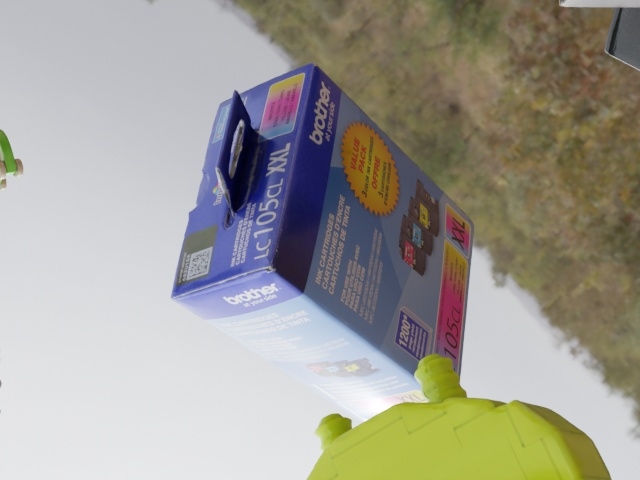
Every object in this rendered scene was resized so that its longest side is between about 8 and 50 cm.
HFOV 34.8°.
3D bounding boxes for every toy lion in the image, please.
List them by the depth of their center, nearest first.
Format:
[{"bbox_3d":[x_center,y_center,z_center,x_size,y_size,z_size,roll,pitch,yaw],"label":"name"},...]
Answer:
[{"bbox_3d":[-0.424,-0.115,1.311,0.034,0.100,0.096,-14,-95,-39],"label":"toy lion"}]

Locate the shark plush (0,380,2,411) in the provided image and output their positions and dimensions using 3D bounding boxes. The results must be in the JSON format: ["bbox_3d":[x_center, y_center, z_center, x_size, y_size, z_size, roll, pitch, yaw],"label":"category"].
[{"bbox_3d":[-0.416,0.183,1.236,0.161,0.067,0.073,51,-164,28],"label":"shark plush"}]

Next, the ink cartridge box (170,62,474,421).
[{"bbox_3d":[0.000,0.000,1.123,0.395,0.151,0.270,38,-132,-37],"label":"ink cartridge box"}]

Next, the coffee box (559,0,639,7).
[{"bbox_3d":[0.256,-0.236,0.567,0.297,0.168,0.119,126,142,-80],"label":"coffee box"}]

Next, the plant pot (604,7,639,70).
[{"bbox_3d":[0.411,-0.258,1.117,0.188,0.167,0.187,30,-156,8],"label":"plant pot"}]

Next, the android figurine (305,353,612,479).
[{"bbox_3d":[0.071,0.182,0.432,0.056,0.248,0.273,23,-143,-52],"label":"android figurine"}]
